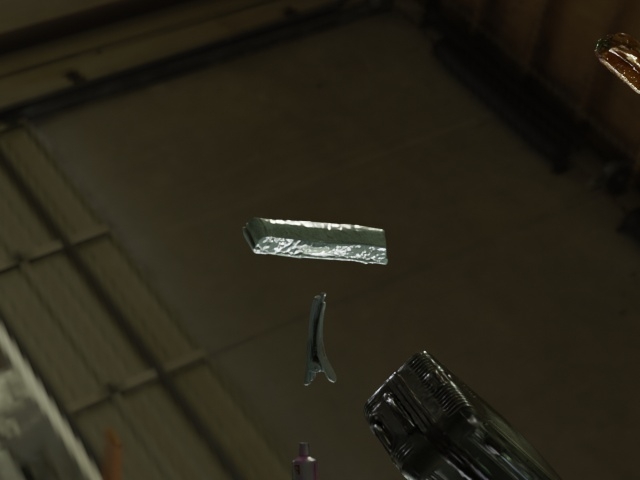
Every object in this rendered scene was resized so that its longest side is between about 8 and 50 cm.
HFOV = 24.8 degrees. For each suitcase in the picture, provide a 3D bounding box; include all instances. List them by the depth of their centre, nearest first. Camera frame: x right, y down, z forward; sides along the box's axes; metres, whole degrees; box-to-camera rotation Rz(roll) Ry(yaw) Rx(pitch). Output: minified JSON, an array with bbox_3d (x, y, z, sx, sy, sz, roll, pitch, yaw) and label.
[{"bbox_3d":[0.202,0.285,1.807,0.312,0.128,0.202,43,4,-25],"label":"suitcase"}]

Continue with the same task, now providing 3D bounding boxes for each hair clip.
[{"bbox_3d":[0.002,0.121,1.779,0.039,0.030,0.115,5,-75,14],"label":"hair clip"}]

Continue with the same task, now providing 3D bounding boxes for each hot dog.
[{"bbox_3d":[0.341,-0.196,1.594,0.049,0.122,0.037,-18,-119,31],"label":"hot dog"}]

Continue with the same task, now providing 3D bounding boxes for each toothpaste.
[{"bbox_3d":[-0.014,0.301,1.551,0.045,0.028,0.170,22,65,-80],"label":"toothpaste"}]

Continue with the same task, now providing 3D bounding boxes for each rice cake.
[{"bbox_3d":[0.000,0.001,1.404,0.029,0.171,0.033,-55,-133,32],"label":"rice cake"}]
